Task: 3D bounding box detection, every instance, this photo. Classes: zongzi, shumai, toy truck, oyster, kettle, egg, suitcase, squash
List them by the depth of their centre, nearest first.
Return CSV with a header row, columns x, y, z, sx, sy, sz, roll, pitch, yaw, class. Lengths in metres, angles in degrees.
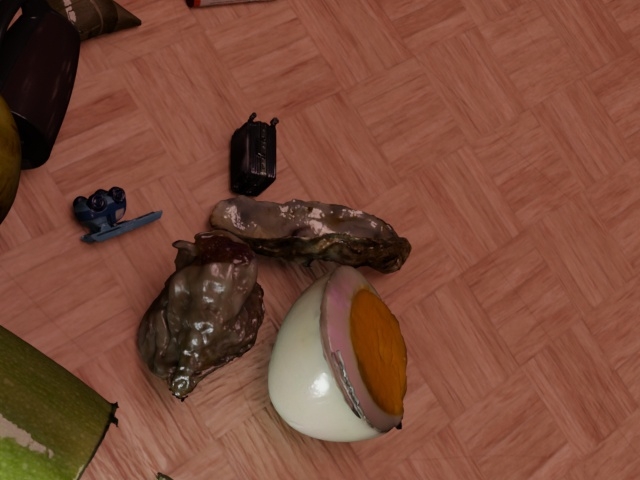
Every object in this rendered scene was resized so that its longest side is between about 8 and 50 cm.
x,y,z,sx,sy,sz,roll,pitch,yaw,class
-0.471,0.213,1.442,0.384,0.263,0.263,35,55,-14,squash
-0.190,0.085,1.708,0.218,0.184,0.185,-39,128,-21,shumai
-0.448,-0.252,1.718,0.202,0.144,0.232,66,28,-50,kettle
-0.311,-0.049,1.780,0.136,0.063,0.074,-25,103,-38,toy truck
0.014,0.183,1.808,0.264,0.174,0.286,56,30,-30,egg
-0.382,-0.405,1.871,0.176,0.078,0.160,-29,105,-41,zongzi
0.021,0.008,1.893,0.396,0.204,0.111,8,102,-26,oyster
-0.110,-0.139,1.922,0.059,0.086,0.126,11,64,-25,suitcase

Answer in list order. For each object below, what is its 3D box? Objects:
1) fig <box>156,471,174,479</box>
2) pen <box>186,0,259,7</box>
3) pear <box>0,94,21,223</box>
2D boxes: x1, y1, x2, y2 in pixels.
x,y,z,sx,sy,sz,roll,pitch,yaw,class
-0.163,0.433,1.640,0.149,0.149,0.245,-9,55,-34,fig
-0.142,-0.437,2.073,0.218,0.026,0.026,-14,77,-35,pen
-0.525,-0.101,1.529,0.283,0.283,0.283,13,63,-26,pear
